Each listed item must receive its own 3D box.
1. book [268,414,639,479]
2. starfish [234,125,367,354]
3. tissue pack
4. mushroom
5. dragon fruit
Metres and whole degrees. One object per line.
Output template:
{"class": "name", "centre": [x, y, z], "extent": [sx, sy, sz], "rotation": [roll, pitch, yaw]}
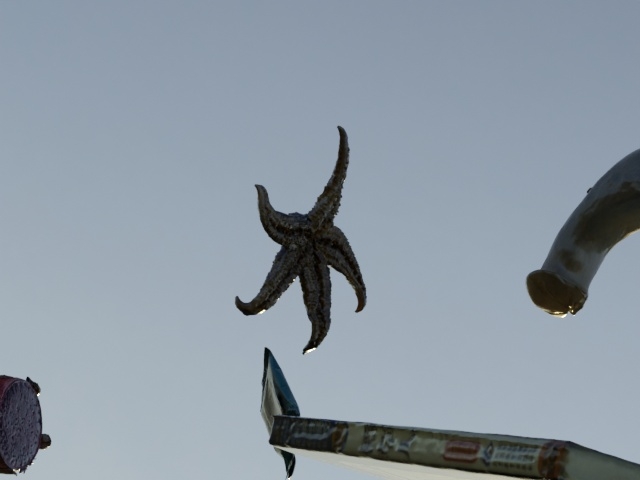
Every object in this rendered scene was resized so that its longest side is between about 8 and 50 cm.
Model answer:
{"class": "book", "centre": [0.182, 0.202, 1.513], "extent": [0.300, 0.039, 0.428], "rotation": [19, -11, -29]}
{"class": "starfish", "centre": [-0.007, -0.001, 1.928], "extent": [0.057, 0.238, 0.213], "rotation": [10, -8, 39]}
{"class": "tissue pack", "centre": [-0.042, 0.186, 1.989], "extent": [0.138, 0.028, 0.085], "rotation": [-121, -147, -53]}
{"class": "mushroom", "centre": [0.312, -0.011, 2.030], "extent": [0.092, 0.223, 0.081], "rotation": [46, 1, 30]}
{"class": "dragon fruit", "centre": [-0.343, 0.192, 1.943], "extent": [0.068, 0.126, 0.112], "rotation": [-1, -80, 19]}
